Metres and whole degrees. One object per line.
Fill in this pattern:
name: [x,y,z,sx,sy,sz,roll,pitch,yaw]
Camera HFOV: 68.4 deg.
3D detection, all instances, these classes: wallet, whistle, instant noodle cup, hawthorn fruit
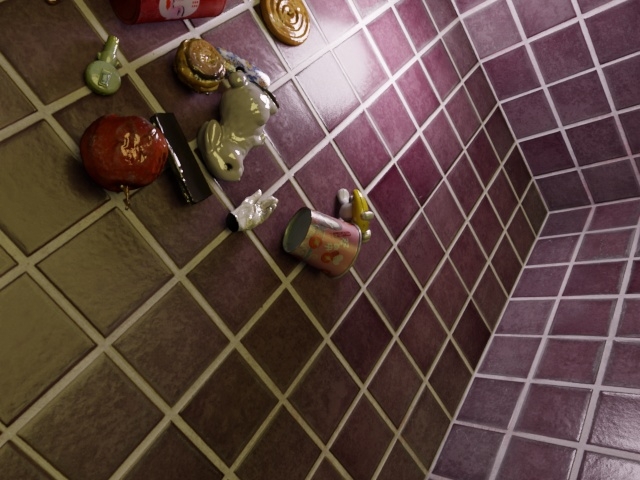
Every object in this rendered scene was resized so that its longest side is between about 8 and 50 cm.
wallet: [-0.459,-0.270,1.554,0.165,0.042,0.310,-60,130,-69]
whistle: [-0.658,-0.543,1.454,0.104,0.057,0.198,21,71,-38]
instant noodle cup: [0.000,0.000,1.832,0.231,0.243,0.243,26,67,-29]
hawthorn fruit: [-0.568,-0.222,1.366,0.241,0.241,0.272,9,76,-40]

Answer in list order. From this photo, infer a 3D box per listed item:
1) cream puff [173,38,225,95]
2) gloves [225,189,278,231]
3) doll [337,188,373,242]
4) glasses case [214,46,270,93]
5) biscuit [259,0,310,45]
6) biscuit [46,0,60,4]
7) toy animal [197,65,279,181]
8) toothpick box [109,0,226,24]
cream puff: [-0.418,-0.592,1.624,0.189,0.129,0.189,13,67,-34]
gloves: [-0.249,-0.107,1.717,0.229,0.097,0.119,-31,108,-35]
doll: [0.145,-0.101,1.982,0.111,0.252,0.238,-10,98,-18]
glasses case: [-0.301,-0.635,1.774,0.248,0.065,0.087,18,75,-38]
biscuit: [-0.141,-0.953,1.984,0.262,0.037,0.262,7,80,-40]
biscuit: [-0.784,-0.834,1.409,0.183,0.043,0.280,16,70,-35]
toy animal: [-0.307,-0.392,1.666,0.258,0.193,0.357,42,66,-40]
toothpick box: [-0.498,-0.829,1.544,0.333,0.204,0.204,-29,102,-39]
